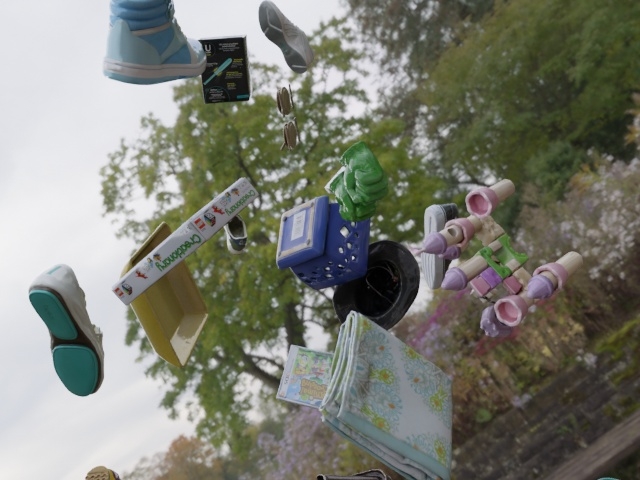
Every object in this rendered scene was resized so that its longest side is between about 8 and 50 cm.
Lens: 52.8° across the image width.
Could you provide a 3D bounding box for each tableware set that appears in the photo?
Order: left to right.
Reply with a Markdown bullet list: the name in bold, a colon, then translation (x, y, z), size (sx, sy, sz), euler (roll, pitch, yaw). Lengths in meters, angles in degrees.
- **tableware set**: translation (-0.112, -0.379, 2.002), size (0.039, 0.194, 0.128), euler (-4, 23, 16)

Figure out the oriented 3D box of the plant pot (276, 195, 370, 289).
- **plant pot**: translation (0.000, 0.000, 2.031), size (0.212, 0.236, 0.236), euler (25, -31, -35)

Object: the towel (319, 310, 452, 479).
- **towel**: translation (0.179, 0.380, 1.561), size (0.090, 0.374, 0.320), euler (-40, 20, 37)

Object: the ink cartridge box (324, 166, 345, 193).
- **ink cartridge box**: translation (0.070, -0.197, 2.044), size (0.115, 0.029, 0.063), euler (-49, 27, -16)

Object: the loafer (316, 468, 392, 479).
- **loafer**: translation (0.043, 0.760, 1.907), size (0.366, 0.130, 0.134), euler (-16, 25, -11)

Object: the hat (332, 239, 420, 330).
- **hat**: translation (0.206, 0.172, 2.122), size (0.331, 0.331, 0.134), euler (-40, -39, 15)

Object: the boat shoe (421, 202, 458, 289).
- **boat shoe**: translation (0.423, 0.025, 2.206), size (0.119, 0.121, 0.335), euler (-12, -53, -15)

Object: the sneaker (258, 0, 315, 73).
- **sneaker**: translation (-0.065, -0.400, 1.252), size (0.054, 0.152, 0.061), euler (-13, 32, 44)

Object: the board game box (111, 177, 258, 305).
- **board game box**: translation (-0.272, 0.004, 1.284), size (0.305, 0.053, 0.193), euler (-34, 10, 38)

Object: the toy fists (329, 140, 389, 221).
- **toy fists**: translation (0.100, -0.137, 1.708), size (0.096, 0.142, 0.279), euler (-31, -14, -22)

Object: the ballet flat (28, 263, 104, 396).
- **ballet flat**: translation (-0.605, 0.221, 1.599), size (0.139, 0.139, 0.400), euler (-28, -45, -28)

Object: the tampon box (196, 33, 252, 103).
- **tampon box**: translation (-0.246, -0.447, 1.674), size (0.120, 0.161, 0.101), euler (-3, 22, 0)

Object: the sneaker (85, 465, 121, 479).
- **sneaker**: translation (-0.406, 0.524, 1.207), size (0.070, 0.185, 0.084), euler (-10, -37, 15)

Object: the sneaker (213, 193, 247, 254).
- **sneaker**: translation (-0.250, -0.061, 1.833), size (0.064, 0.192, 0.086), euler (-12, -21, -26)

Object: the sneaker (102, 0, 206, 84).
- **sneaker**: translation (-0.312, -0.434, 1.289), size (0.319, 0.127, 0.208), euler (-55, -22, -64)

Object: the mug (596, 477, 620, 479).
- **mug**: translation (0.505, 0.493, 1.079), size (0.129, 0.157, 0.097), euler (10, -64, -13)

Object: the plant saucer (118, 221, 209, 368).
- **plant saucer**: translation (-0.443, 0.152, 1.805), size (0.081, 0.332, 0.332), euler (-18, 18, 10)

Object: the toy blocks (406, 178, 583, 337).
- **toy blocks**: translation (0.358, 0.078, 1.451), size (0.260, 0.288, 0.309), euler (-27, -19, -37)

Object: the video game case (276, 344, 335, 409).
- **video game case**: translation (-0.025, 0.469, 2.194), size (0.023, 0.212, 0.193), euler (68, -145, -64)
